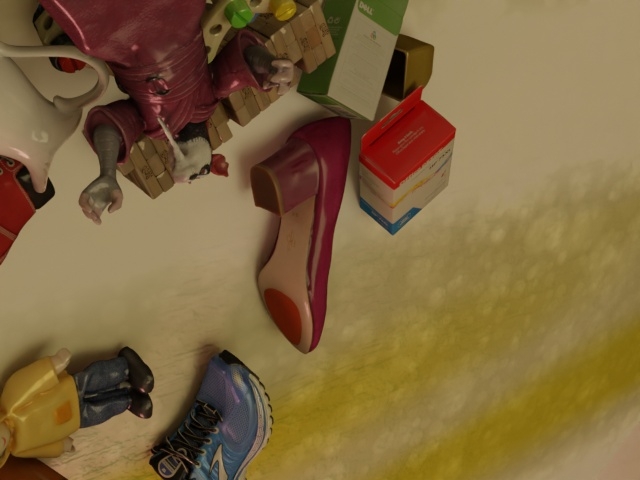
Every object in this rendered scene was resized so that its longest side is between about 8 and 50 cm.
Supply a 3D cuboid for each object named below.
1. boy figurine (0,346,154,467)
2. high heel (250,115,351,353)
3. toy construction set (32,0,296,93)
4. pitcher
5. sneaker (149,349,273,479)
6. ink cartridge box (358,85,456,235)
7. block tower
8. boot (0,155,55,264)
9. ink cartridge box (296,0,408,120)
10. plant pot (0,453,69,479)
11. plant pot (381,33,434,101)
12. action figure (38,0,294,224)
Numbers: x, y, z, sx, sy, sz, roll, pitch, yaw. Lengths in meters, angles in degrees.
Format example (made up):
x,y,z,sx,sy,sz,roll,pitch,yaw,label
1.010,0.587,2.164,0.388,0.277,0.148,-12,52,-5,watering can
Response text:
x,y,z,sx,sy,sz,roll,pitch,yaw,label
-0.365,0.226,1.466,0.285,0.092,0.177,-16,129,-40,boy figurine
0.000,0.000,1.647,0.181,0.127,0.377,-35,140,-32,high heel
-0.203,-0.281,1.240,0.215,0.151,0.327,-42,136,23,toy construction set
-0.347,-0.167,1.160,0.207,0.125,0.178,30,112,-28,pitcher
-0.176,0.322,1.679,0.147,0.130,0.330,-10,122,-42,sneaker
0.131,-0.119,1.660,0.134,0.078,0.231,-42,160,-15,ink cartridge box
-0.138,-0.192,1.407,0.335,0.091,0.097,-40,136,-17,block tower
-0.413,-0.080,1.231,0.176,0.088,0.244,-54,140,-12,boot
0.050,-0.284,1.531,0.109,0.062,0.209,22,83,-48,ink cartridge box
-0.392,0.392,1.473,0.205,0.188,0.205,-24,131,-32,plant pot
0.124,-0.265,1.620,0.083,0.081,0.081,-27,132,-37,plant pot
-0.185,-0.198,1.125,0.248,0.276,0.370,-24,139,-11,action figure
